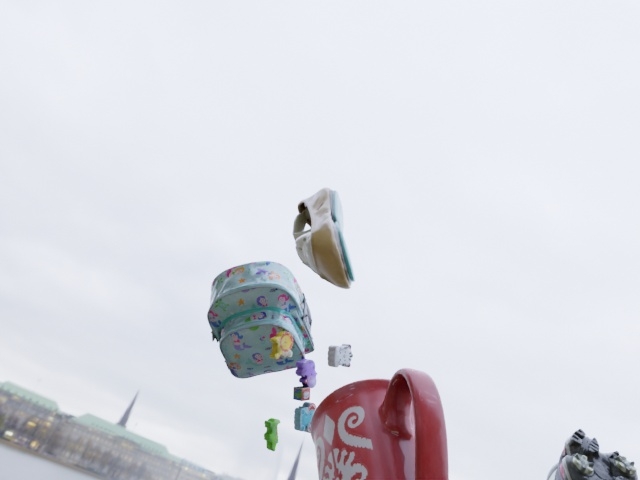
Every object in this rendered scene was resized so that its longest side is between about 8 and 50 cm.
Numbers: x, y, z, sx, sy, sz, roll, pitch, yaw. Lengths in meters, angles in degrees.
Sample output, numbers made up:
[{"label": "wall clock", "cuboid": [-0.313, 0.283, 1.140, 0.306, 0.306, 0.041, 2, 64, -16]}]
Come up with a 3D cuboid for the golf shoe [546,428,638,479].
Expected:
[{"label": "golf shoe", "cuboid": [0.268, 0.325, 0.512, 0.105, 0.272, 0.120, 34, -59, 31]}]

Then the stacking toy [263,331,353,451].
[{"label": "stacking toy", "cuboid": [-0.025, 0.285, 0.876, 0.167, 0.221, 0.052, -3, -10, 42]}]

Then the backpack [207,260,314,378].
[{"label": "backpack", "cuboid": [-0.140, 0.179, 1.094, 0.225, 0.191, 0.254, -12, -59, 4]}]

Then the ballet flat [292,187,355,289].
[{"label": "ballet flat", "cuboid": [0.000, 0.000, 0.636, 0.073, 0.232, 0.080, -15, -65, 5]}]

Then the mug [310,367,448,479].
[{"label": "mug", "cuboid": [0.047, 0.190, 0.350, 0.113, 0.169, 0.150, -13, -62, 4]}]
